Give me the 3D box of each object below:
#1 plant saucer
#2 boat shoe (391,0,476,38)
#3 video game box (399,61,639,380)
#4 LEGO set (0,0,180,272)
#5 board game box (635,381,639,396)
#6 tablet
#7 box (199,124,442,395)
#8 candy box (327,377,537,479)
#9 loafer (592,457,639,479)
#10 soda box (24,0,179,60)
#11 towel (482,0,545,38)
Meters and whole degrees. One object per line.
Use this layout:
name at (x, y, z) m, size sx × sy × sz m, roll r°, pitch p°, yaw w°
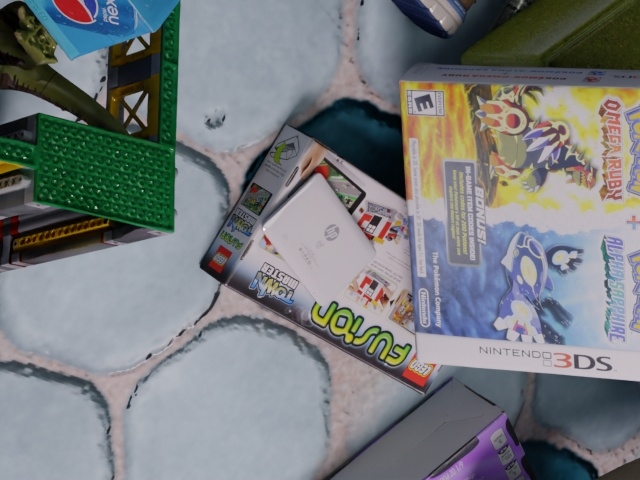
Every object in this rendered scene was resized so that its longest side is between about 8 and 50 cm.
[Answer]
plant saucer at (0.222, -0.099, 1.270) m, size 0.188 × 0.045 × 0.188 m, roll -36°, pitch 96°, yaw -13°
boat shoe at (0.047, -0.207, 1.206) m, size 0.066 × 0.066 × 0.183 m, roll -54°, pitch 139°, yaw -9°
video game box at (0.150, -0.011, 1.238) m, size 0.048 × 0.187 × 0.205 m, roll -47°, pitch 136°, yaw -62°
LEGO set at (-0.228, -0.103, 1.020) m, size 0.331 × 0.192 × 0.255 m, roll 2°, pitch 80°, yaw -47°
board game box at (0.360, -0.009, 1.428) m, size 0.318 × 0.066 × 0.318 m, roll -33°, pitch 123°, yaw -13°
tablet at (0.000, 0.000, 1.246) m, size 0.054 × 0.006 × 0.083 m, roll -44°, pitch 128°, yaw -10°
box at (0.026, 0.017, 1.299) m, size 0.207 × 0.036 × 0.114 m, roll 32°, pitch 91°, yaw -39°
candy box at (0.090, 0.230, 1.413) m, size 0.165 × 0.070 × 0.196 m, roll -38°, pitch 126°, yaw -16°
loafer at (0.227, 0.201, 1.382) m, size 0.268 × 0.102 × 0.092 m, roll 13°, pitch 93°, yaw -30°
soda box at (-0.081, -0.192, 1.004) m, size 0.071 × 0.067 × 0.210 m, roll 52°, pitch 47°, yaw -26°
towel at (0.244, -0.137, 1.381) m, size 0.312 × 0.056 × 0.324 m, roll 28°, pitch 95°, yaw -36°
